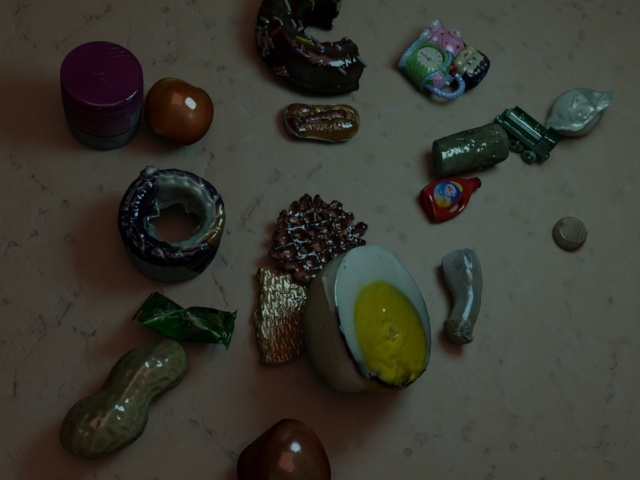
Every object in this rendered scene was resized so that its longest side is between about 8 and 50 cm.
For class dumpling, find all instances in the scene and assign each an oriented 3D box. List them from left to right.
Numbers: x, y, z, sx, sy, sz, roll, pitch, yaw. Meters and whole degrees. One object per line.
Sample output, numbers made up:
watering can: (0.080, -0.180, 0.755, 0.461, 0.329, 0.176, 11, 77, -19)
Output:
dumpling: (0.685, -0.338, 2.114, 0.229, 0.151, 0.124, -38, 107, -25)

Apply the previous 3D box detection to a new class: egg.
egg: (0.069, 0.179, 1.702, 0.337, 0.201, 0.337, 31, 49, -43)

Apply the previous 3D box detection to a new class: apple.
apple: (-0.324, -0.293, 1.850, 0.163, 0.163, 0.139, 19, 92, -5)
apple: (-0.068, 0.446, 1.576, 0.168, 0.181, 0.181, 46, 65, 0)

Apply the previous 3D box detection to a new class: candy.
candy: (-0.278, 0.167, 1.681, 0.203, 0.141, 0.078, 15, 97, -3)

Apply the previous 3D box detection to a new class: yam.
yam: (0.361, -0.220, 2.005, 0.194, 0.107, 0.107, -17, 72, -18)

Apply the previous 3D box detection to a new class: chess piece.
chess piece: (0.621, -0.018, 2.017, 0.083, 0.038, 0.084, 4, 68, -10)

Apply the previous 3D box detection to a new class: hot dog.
hot dog: (0.004, -0.291, 1.981, 0.191, 0.059, 0.108, -2, 63, -12)

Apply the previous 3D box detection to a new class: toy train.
toy train: (0.523, -0.274, 2.066, 0.170, 0.111, 0.071, 39, 60, 5)

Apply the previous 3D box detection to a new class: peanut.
peanut: (-0.377, 0.309, 1.596, 0.136, 0.120, 0.298, 50, 62, -16)

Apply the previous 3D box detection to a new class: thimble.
thimble: (-0.322, -0.039, 1.743, 0.237, 0.150, 0.237, 4, 66, -9)

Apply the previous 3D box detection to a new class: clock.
clock: (0.326, -0.457, 2.107, 0.195, 0.100, 0.194, 38, 68, 7)

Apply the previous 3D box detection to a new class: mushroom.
mushroom: (0.327, 0.131, 1.861, 0.092, 0.081, 0.223, 16, 65, -27)

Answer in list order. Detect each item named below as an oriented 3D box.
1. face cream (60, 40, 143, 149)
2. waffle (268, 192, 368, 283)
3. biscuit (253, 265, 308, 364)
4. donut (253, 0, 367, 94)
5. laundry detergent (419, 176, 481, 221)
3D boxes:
face cream: (-0.482, -0.316, 1.799, 0.175, 0.195, 0.175, 5, 64, -11)
waffle: (0.000, 0.000, 1.848, 0.221, 0.055, 0.234, 26, 59, -5)
biscuit: (-0.075, 0.164, 1.775, 0.144, 0.033, 0.224, 1, 66, -17)
donut: (-0.035, -0.533, 2.036, 0.259, 0.136, 0.345, 1, 65, -16)
laundry detergent: (0.326, -0.110, 1.981, 0.165, 0.049, 0.097, -22, 90, -22)
